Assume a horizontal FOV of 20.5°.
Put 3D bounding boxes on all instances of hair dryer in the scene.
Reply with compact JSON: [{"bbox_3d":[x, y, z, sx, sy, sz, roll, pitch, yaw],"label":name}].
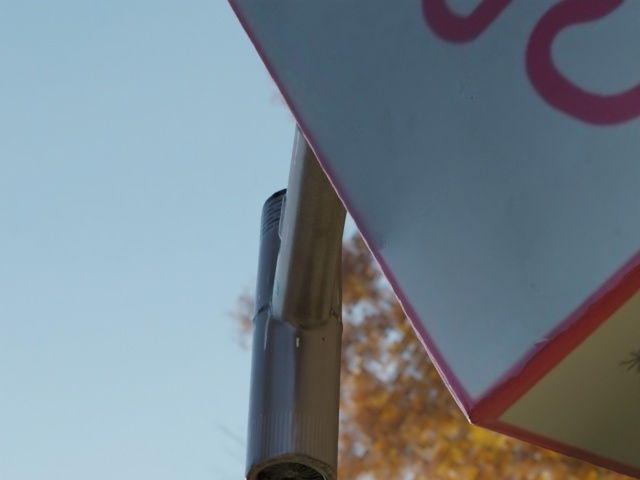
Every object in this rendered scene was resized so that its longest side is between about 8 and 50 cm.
[{"bbox_3d":[0.000,0.008,0.960,0.220,0.054,0.195,106,169,-52],"label":"hair dryer"}]

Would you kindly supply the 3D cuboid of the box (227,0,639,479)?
[{"bbox_3d":[0.168,-0.108,0.599,0.312,0.300,0.314,-45,-40,20],"label":"box"}]
